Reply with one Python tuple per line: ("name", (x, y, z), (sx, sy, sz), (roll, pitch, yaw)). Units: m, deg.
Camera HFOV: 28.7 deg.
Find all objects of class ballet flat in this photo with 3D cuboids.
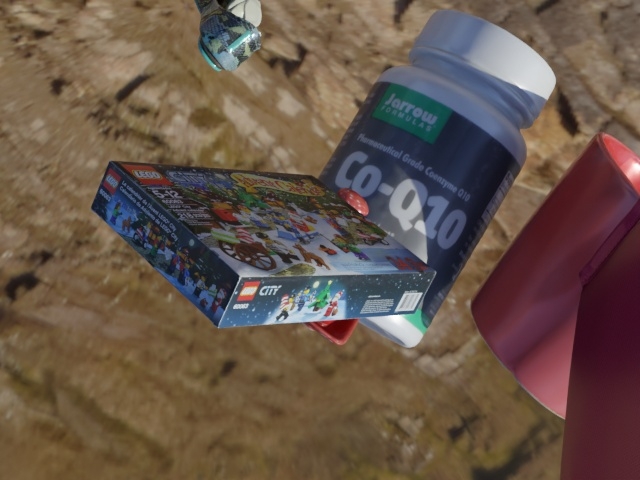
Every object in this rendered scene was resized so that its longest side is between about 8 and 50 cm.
("ballet flat", (-0.086, -0.222, 1.233), (0.070, 0.188, 0.070), (-4, 122, -7))

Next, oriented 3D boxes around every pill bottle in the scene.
("pill bottle", (0.114, -0.075, 1.471), (0.204, 0.204, 0.361), (32, 84, -11))

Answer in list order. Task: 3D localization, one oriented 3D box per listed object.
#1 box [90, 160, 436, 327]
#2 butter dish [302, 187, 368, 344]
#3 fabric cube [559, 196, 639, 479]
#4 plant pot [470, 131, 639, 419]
("box", (-0.039, 0.001, 0.968), (0.233, 0.159, 0.044), (0, 122, -51))
("butter dish", (0.000, 0.000, 1.212), (0.160, 0.160, 0.118), (40, 108, 0))
("fabric cube", (0.228, 0.118, 0.431), (0.259, 0.254, 0.258), (9, 71, 2))
("plant pot", (0.320, 0.056, 1.402), (0.275, 0.275, 0.243), (40, 110, -11))
